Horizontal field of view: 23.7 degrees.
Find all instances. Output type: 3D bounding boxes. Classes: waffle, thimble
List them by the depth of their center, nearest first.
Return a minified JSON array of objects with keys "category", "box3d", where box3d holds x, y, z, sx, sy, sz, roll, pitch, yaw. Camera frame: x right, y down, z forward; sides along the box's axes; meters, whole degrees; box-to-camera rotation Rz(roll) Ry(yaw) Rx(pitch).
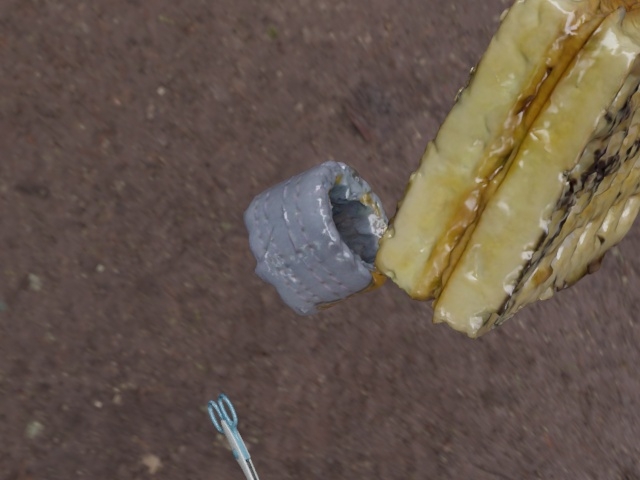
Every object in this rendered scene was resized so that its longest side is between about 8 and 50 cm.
[{"category":"waffle","box3d":[0.202,-0.085,1.176,0.114,0.376,0.261,37,114,16]},{"category":"thimble","box3d":[-0.001,-0.003,1.670,0.118,0.127,0.151,-22,111,30]}]

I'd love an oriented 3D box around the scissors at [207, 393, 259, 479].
[{"category":"scissors","box3d":[-0.086,0.219,1.606,0.014,0.058,0.119,-21,80,-31]}]
